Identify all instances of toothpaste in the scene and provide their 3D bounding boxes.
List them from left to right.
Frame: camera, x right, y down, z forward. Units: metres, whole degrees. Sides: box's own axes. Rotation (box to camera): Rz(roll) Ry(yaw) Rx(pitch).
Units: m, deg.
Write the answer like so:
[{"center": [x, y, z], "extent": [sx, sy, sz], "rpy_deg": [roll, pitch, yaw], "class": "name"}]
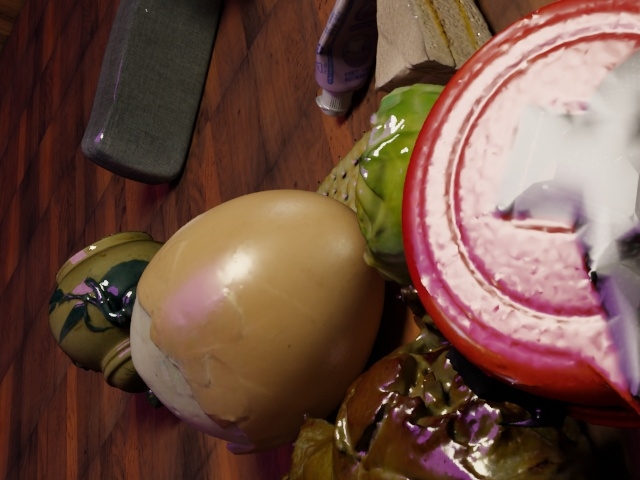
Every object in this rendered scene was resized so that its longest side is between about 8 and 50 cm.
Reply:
[{"center": [0.036, -0.235, 1.318], "extent": [0.075, 0.048, 0.301], "rpy_deg": [-52, -18, -43], "class": "toothpaste"}]

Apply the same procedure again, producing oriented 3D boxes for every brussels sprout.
[{"center": [0.095, -0.039, 1.060], "extent": [0.151, 0.122, 0.149], "rpy_deg": [70, -145, -69], "class": "brussels sprout"}]

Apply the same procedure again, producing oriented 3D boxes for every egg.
[{"center": [-0.049, 0.062, 1.199], "extent": [0.244, 0.201, 0.201], "rpy_deg": [-45, 32, 24], "class": "egg"}]

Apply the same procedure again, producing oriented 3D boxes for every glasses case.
[{"center": [-0.213, -0.234, 1.872], "extent": [0.074, 0.131, 0.323], "rpy_deg": [-14, 59, 53], "class": "glasses case"}]

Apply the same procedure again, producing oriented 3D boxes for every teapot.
[{"center": [-0.201, 0.102, 1.584], "extent": [0.183, 0.173, 0.269], "rpy_deg": [61, 162, 21], "class": "teapot"}]

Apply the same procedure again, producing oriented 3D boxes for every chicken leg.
[{"center": [0.055, 0.137, 0.981], "extent": [0.361, 0.140, 0.212], "rpy_deg": [5, 85, 63], "class": "chicken leg"}]

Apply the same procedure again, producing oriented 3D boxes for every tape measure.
[{"center": [0.166, -0.009, 0.767], "extent": [0.260, 0.114, 0.253], "rpy_deg": [8, 76, 32], "class": "tape measure"}]

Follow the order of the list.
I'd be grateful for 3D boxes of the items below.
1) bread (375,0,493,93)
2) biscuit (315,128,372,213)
[{"center": [0.098, -0.196, 1.194], "extent": [0.105, 0.077, 0.152], "rpy_deg": [152, 121, -63], "class": "bread"}, {"center": [0.000, 0.000, 1.362], "extent": [0.231, 0.016, 0.139], "rpy_deg": [-49, 32, 41], "class": "biscuit"}]
